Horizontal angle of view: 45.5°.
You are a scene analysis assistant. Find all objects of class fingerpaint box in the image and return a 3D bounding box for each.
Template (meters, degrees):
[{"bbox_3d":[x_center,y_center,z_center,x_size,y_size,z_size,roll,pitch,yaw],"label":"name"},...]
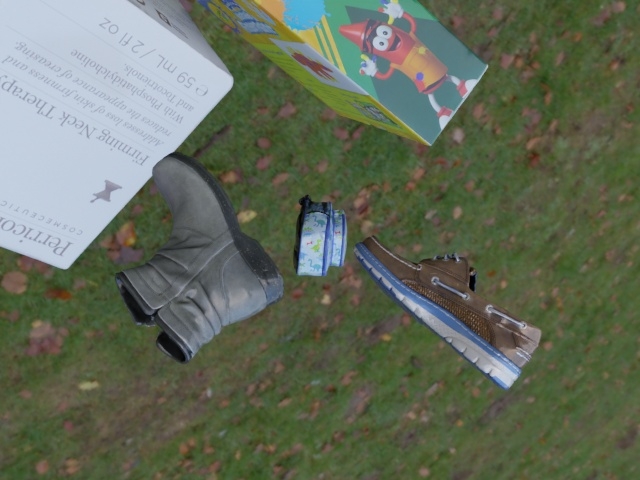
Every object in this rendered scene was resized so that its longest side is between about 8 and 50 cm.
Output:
[{"bbox_3d":[0.012,-0.357,1.276,0.371,0.445,0.163,35,93,-21],"label":"fingerpaint box"}]

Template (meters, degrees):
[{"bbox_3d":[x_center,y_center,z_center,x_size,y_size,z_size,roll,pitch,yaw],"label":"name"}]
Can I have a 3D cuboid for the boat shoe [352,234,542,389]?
[{"bbox_3d":[0.109,0.047,0.665,0.066,0.183,0.066,-48,159,-3],"label":"boat shoe"}]

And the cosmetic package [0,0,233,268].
[{"bbox_3d":[-0.407,-0.239,1.076,0.393,0.327,0.329,-45,141,14],"label":"cosmetic package"}]

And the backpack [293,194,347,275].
[{"bbox_3d":[0.000,0.000,1.211,0.084,0.114,0.104,5,121,2],"label":"backpack"}]

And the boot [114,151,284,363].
[{"bbox_3d":[-0.169,0.011,0.883,0.161,0.246,0.083,-28,158,-30],"label":"boot"}]
